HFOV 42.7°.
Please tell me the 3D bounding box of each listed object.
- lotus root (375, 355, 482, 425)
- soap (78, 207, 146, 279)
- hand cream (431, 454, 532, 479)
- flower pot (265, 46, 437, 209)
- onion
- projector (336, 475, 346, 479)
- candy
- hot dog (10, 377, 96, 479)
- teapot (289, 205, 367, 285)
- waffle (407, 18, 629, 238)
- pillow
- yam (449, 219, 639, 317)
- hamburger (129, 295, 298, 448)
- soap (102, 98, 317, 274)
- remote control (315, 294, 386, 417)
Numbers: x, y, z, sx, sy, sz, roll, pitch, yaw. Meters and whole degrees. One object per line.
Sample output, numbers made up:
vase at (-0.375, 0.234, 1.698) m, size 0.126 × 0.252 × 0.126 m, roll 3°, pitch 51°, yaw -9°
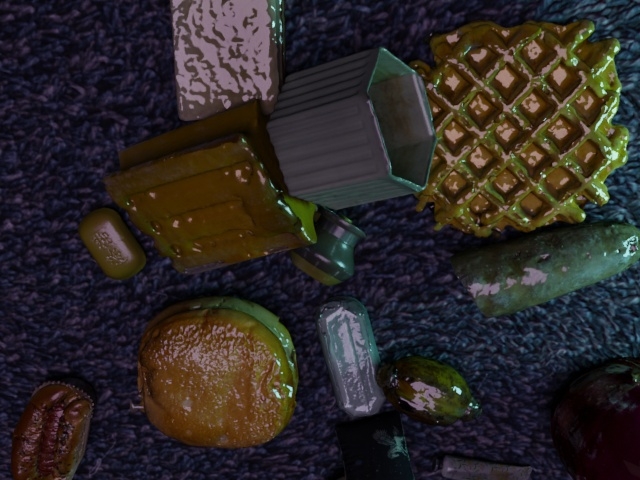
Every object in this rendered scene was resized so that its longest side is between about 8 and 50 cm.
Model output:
lotus root at (0.204, 0.280, 1.521) m, size 0.209 × 0.120 × 0.120 m, roll 23°, pitch 107°, yaw -6°
soap at (-0.384, 0.008, 1.504) m, size 0.089 × 0.045 × 0.140 m, roll -30°, pitch 104°, yaw 8°
hand cream at (0.316, 0.456, 1.606) m, size 0.194 × 0.042 × 0.067 m, roll 12°, pitch 106°, yaw -5°
flower pot at (0.054, -0.171, 1.299) m, size 0.189 × 0.239 × 0.209 m, roll -10°, pitch 76°, yaw 30°
onion at (0.589, 0.377, 1.458) m, size 0.336 × 0.260 × 0.282 m, roll 13°, pitch 113°, yaw -1°
projector at (0.111, 0.561, 1.580) m, size 0.242 × 0.177 × 0.163 m, roll 24°, pitch 107°, yaw -3°
candy at (-0.148, -0.356, 1.331) m, size 0.179 × 0.135 × 0.321 m, roll 1°, pitch 107°, yaw 5°
hot dog at (-0.531, 0.386, 1.616) m, size 0.144 × 0.075 × 0.268 m, roll 20°, pitch 110°, yaw -6°
teapot at (0.000, 0.000, 1.449) m, size 0.165 × 0.130 × 0.119 m, roll 34°, pitch 92°, yaw 22°
waffle at (0.325, -0.183, 1.384) m, size 0.382 × 0.095 × 0.380 m, roll -6°, pitch 109°, yaw 8°
pillow at (0.105, 0.415, 1.528) m, size 0.141 × 0.208 × 0.055 m, roll -13°, pitch 133°, yaw 4°
yam at (0.397, 0.041, 1.430) m, size 0.330 × 0.133 × 0.133 m, roll -17°, pitch 106°, yaw 2°
hamburger at (-0.196, 0.248, 1.503) m, size 0.314 × 0.170 × 0.290 m, roll 0°, pitch 104°, yaw 5°
soap at (-0.174, -0.074, 1.368) m, size 0.281 × 0.143 × 0.259 m, roll -14°, pitch 131°, yaw 21°
remote control at (0.059, 0.223, 1.544) m, size 0.104 × 0.052 × 0.247 m, roll -15°, pitch 104°, yaw 3°
